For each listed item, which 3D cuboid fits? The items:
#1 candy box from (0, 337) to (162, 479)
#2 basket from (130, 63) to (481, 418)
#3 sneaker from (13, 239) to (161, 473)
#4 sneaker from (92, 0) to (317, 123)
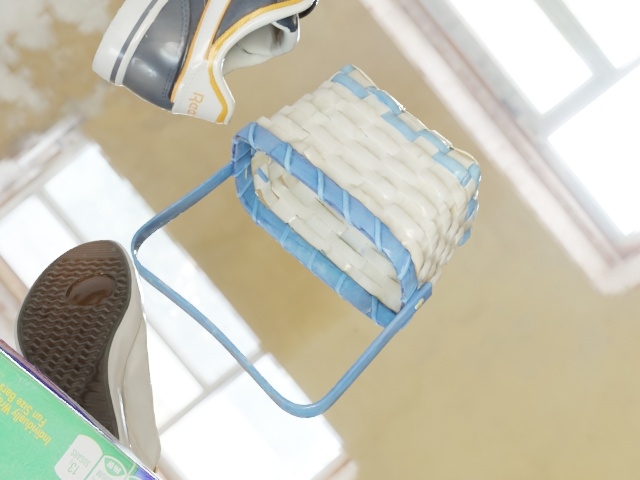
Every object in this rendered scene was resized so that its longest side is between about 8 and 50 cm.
[{"bbox_3d":[-0.274,0.170,0.838,0.317,0.268,0.122,-49,-143,-8],"label":"candy box"},{"bbox_3d":[0.000,0.000,1.540,0.289,0.255,0.201,-39,158,-20],"label":"basket"},{"bbox_3d":[-0.188,0.128,1.339,0.106,0.123,0.290,-11,-137,6],"label":"sneaker"},{"bbox_3d":[-0.049,-0.232,1.315,0.321,0.127,0.126,-59,180,-16],"label":"sneaker"}]
